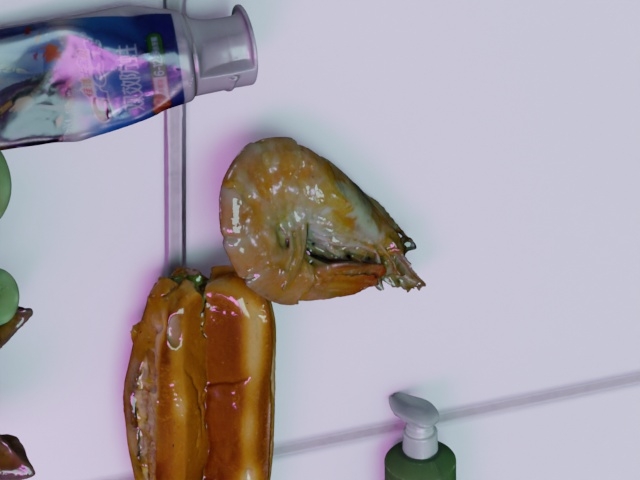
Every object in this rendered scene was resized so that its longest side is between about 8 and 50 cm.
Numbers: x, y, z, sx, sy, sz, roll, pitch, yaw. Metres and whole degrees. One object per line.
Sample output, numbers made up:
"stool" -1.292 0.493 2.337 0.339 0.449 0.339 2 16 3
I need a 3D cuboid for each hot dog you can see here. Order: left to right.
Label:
"hot dog" -0.092 0.138 1.449 0.115 0.072 0.269 -7 120 -23

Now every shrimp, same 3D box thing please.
"shrimp" -0.002 0.000 1.418 0.217 0.051 0.115 29 80 -43

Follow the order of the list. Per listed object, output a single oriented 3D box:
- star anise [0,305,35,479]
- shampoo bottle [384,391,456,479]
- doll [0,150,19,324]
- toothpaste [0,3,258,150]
"star anise" -0.304 0.123 1.319 0.220 0.099 0.214 11 92 -11
"shampoo bottle" 0.081 0.221 1.583 0.065 0.065 0.204 -13 123 -18
"doll" -0.293 0.082 1.186 0.198 0.186 0.322 20 67 -25
"toothpaste" -0.177 -0.109 1.294 0.266 0.061 0.096 -11 122 -12
